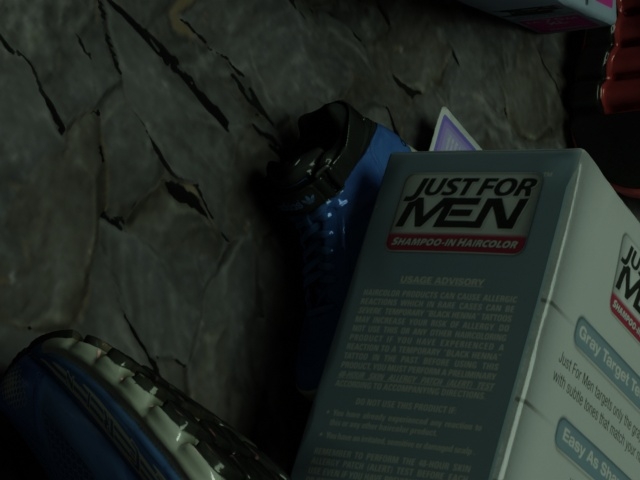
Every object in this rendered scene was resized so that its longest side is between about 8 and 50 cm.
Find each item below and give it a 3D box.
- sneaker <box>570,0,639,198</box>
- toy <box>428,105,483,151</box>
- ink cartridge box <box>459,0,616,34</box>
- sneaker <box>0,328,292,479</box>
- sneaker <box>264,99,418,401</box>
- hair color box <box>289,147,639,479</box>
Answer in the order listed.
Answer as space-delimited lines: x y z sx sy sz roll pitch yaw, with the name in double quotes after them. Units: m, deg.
0.236 -0.171 1.139 0.136 0.116 0.314 23 70 -56 "sneaker"
0.136 0.038 0.982 0.237 0.056 0.137 40 53 -37 "toy"
0.100 -0.228 0.934 0.311 0.065 0.185 1 87 -63 "ink cartridge box"
-0.047 0.174 0.613 0.330 0.147 0.130 54 4 28 "sneaker"
-0.001 0.000 0.830 0.084 0.058 0.152 36 63 -30 "sneaker"
0.071 0.163 0.774 0.185 0.114 0.374 42 59 -46 "hair color box"
